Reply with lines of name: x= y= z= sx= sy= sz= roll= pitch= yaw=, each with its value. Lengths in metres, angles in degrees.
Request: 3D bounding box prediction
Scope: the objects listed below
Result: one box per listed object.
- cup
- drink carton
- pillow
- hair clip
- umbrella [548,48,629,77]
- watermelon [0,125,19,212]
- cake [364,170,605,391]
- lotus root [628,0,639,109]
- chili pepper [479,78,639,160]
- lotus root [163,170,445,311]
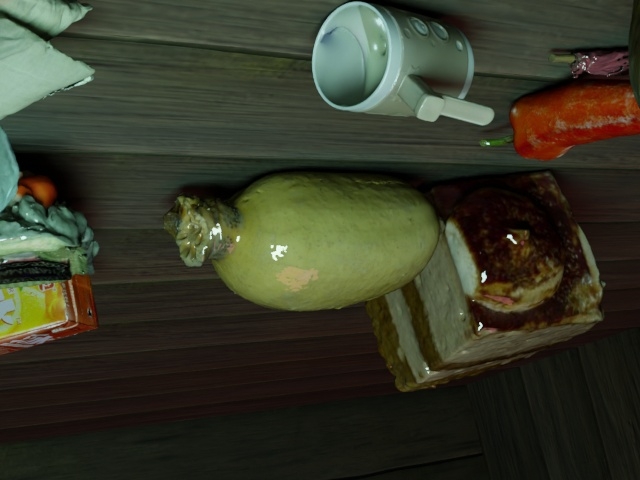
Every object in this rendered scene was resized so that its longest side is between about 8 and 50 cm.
cup: x=0.064 y=-0.122 z=0.883 sx=0.102 sy=0.074 sz=0.099 roll=13 pitch=-171 yaw=43
drink carton: x=-0.338 y=0.066 z=1.264 sx=0.223 sy=0.096 sz=0.071 roll=-15 pitch=166 yaw=15
pillow: x=-0.230 y=-0.099 z=0.722 sx=0.181 sy=0.078 sz=0.134 roll=-18 pitch=165 yaw=17
hair clip: x=-0.254 y=-0.013 z=1.045 sx=0.138 sy=0.091 sz=0.321 roll=-9 pitch=177 yaw=-10
umbrella: x=0.255 y=-0.150 z=1.076 sx=0.165 sy=0.025 sz=0.027 roll=-6 pitch=144 yaw=-32
watermelon: x=-0.267 y=-0.104 z=0.472 sx=0.387 sy=0.258 sz=0.228 roll=29 pitch=-148 yaw=34
cake: x=0.187 y=0.032 z=1.424 sx=0.199 sy=0.196 sz=0.293 roll=-8 pitch=161 yaw=-25
lotus root: x=0.311 y=-0.127 z=0.787 sx=0.192 sy=0.272 sz=0.272 roll=33 pitch=145 yaw=-22
chili pepper: x=0.231 y=-0.107 z=1.094 sx=0.071 sy=0.063 sz=0.272 roll=-8 pitch=-179 yaw=-35
lotus root: x=-0.001 y=0.003 z=1.235 sx=0.303 sy=0.131 sz=0.146 roll=-2 pitch=162 yaw=-36
